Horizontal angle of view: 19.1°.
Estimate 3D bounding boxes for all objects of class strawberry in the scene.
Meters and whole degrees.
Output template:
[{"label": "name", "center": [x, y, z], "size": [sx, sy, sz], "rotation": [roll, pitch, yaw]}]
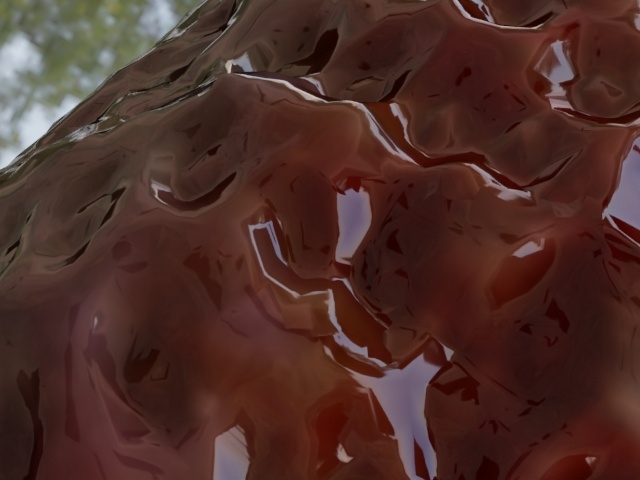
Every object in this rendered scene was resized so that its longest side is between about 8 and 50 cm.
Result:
[{"label": "strawberry", "center": [0.000, 0.000, 0.448], "size": [0.265, 0.149, 0.336], "rotation": [-44, -167, 53]}]
